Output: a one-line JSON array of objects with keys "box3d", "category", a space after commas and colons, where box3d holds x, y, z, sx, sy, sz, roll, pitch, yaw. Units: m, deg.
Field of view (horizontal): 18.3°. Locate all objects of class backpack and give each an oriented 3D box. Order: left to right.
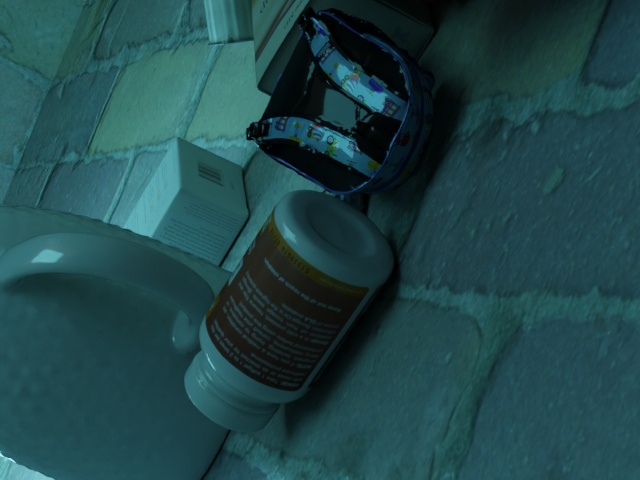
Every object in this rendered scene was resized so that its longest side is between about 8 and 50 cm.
[{"box3d": [0.039, -0.116, 1.838, 0.173, 0.117, 0.158, 34, 102, 45], "category": "backpack"}]

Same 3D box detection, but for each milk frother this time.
[{"box3d": [-0.070, -0.316, 2.429, 0.143, 0.129, 0.134, -1, 102, 40], "category": "milk frother"}]

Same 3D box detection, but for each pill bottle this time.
[{"box3d": [-0.035, 0.069, 1.808, 0.216, 0.121, 0.121, -56, 21, 27], "category": "pill bottle"}]

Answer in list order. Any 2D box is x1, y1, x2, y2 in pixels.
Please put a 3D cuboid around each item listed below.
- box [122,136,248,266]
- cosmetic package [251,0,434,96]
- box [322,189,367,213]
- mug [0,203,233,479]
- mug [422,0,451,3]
[{"box3d": [-0.165, -0.009, 2.309, 0.170, 0.091, 0.130, -58, 21, 24], "category": "box"}, {"box3d": [0.015, -0.256, 2.053, 0.153, 0.129, 0.296, -55, 22, 26], "category": "cosmetic package"}, {"box3d": [0.000, 0.000, 1.943, 0.137, 0.027, 0.094, -43, 30, 49], "category": "box"}, {"box3d": [-0.248, 0.089, 2.043, 0.374, 0.328, 0.276, -38, 34, 55], "category": "mug"}, {"box3d": [0.137, -0.319, 1.866, 0.150, 0.113, 0.169, -39, -15, -52], "category": "mug"}]
